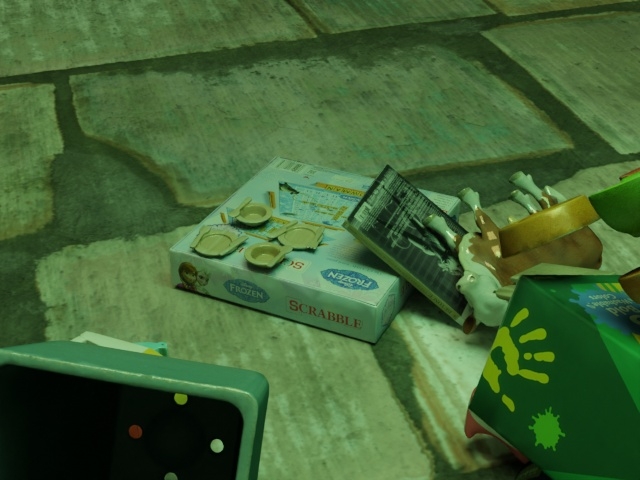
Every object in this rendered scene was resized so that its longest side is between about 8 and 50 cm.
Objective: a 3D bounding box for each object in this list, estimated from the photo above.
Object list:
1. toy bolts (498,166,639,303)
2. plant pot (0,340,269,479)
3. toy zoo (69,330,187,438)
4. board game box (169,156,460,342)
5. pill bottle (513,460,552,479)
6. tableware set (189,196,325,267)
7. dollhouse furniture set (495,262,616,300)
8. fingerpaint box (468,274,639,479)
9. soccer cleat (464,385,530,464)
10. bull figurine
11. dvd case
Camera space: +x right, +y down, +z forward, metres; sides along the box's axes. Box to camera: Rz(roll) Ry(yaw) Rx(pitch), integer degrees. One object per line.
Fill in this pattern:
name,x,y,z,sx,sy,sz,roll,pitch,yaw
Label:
toy bolts,0.310,0.016,1.027,0.228,0.159,0.218,-22,-2,-45
plant pot,-0.169,0.220,1.044,0.247,0.248,0.252,8,6,8
toy zoo,-0.283,0.191,1.284,0.192,0.030,0.293,18,33,32
board game box,0.000,0.000,1.571,0.318,0.066,0.318,15,34,23
pill bottle,0.232,0.283,1.048,0.122,0.123,0.219,13,29,21
tableware set,-0.086,-0.006,1.499,0.168,0.020,0.141,18,36,27
dollhouse furniture set,0.274,0.126,1.315,0.144,0.151,0.123,-21,16,-29
fingerpaint box,0.438,0.179,1.051,0.444,0.163,0.371,2,25,-37
soccer cleat,0.279,0.227,1.199,0.248,0.095,0.083,27,23,11
bull figurine,0.258,0.014,1.475,0.310,0.101,0.188,-14,64,-41
dvd case,0.145,0.006,1.488,0.221,0.018,0.164,39,39,-2
